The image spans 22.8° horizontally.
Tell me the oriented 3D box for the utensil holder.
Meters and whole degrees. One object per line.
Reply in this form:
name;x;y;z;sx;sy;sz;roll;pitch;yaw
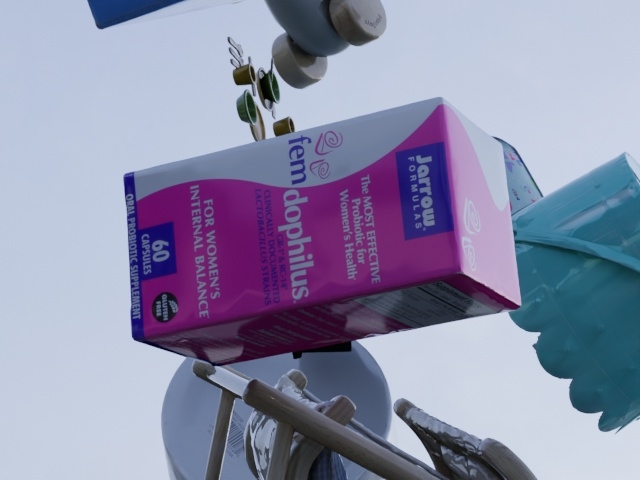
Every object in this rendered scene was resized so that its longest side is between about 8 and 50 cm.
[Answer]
utensil holder;-0.044;0.331;2.186;0.328;0.327;0.385;4;-37;6

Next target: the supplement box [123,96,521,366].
supplement box;0.000;0.000;0.981;0.220;0.111;0.114;-12;-18;22

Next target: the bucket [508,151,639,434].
bucket;0.320;0.053;1.706;0.183;0.281;0.281;-36;-43;16

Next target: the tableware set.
tableware set;-0.057;-0.144;1.632;0.024;0.104;0.154;-11;-17;13

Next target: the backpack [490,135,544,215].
backpack;0.202;-0.032;2.185;0.253;0.225;0.191;-6;-28;-45

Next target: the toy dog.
toy dog;-0.033;-0.374;2.119;0.220;0.161;0.333;-5;-60;25

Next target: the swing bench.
swing bench;0.032;0.192;1.170;0.255;0.165;0.253;11;-2;-13

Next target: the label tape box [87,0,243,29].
label tape box;-0.034;-0.290;1.411;0.249;0.115;0.348;-17;8;24

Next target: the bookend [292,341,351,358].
bookend;0.037;0.076;2.002;0.157;0.072;0.156;-2;-38;3
